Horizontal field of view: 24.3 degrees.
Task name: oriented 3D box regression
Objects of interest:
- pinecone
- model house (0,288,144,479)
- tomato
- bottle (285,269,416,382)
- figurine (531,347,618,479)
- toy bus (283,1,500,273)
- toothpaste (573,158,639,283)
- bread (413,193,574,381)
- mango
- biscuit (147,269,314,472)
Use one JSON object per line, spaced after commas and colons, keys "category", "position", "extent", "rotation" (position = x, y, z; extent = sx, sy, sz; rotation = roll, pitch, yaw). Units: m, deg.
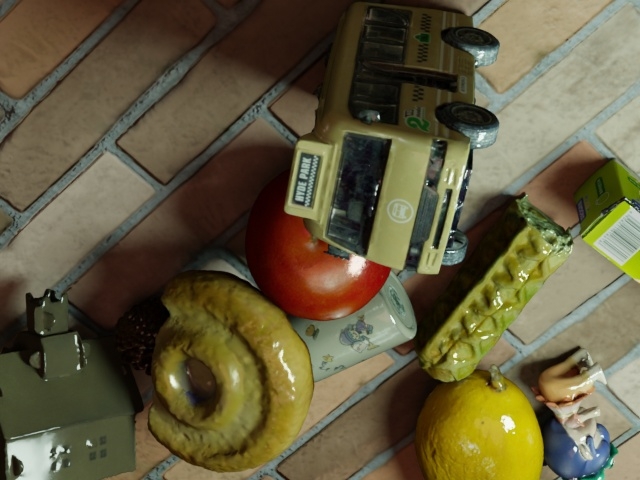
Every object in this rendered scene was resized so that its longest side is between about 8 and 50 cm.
{"category": "pinecone", "position": [-0.224, 0.128, 1.958], "extent": [0.102, 0.102, 0.109], "rotation": [5, 149, 1]}
{"category": "model house", "position": [-0.367, 0.183, 1.952], "extent": [0.211, 0.204, 0.243], "rotation": [-9, 103, -40]}
{"category": "tomato", "position": [0.000, 0.000, 1.808], "extent": [0.195, 0.136, 0.195], "rotation": [0, 85, 4]}
{"category": "bottle", "position": [0.001, 0.123, 1.924], "extent": [0.233, 0.110, 0.110], "rotation": [-27, 116, 17]}
{"category": "figurine", "position": [0.334, 0.246, 1.995], "extent": [0.102, 0.111, 0.195], "rotation": [-19, 116, -6]}
{"category": "toy bus", "position": [0.082, -0.121, 1.626], "extent": [0.202, 0.365, 0.176], "rotation": [11, 120, 0]}
{"category": "toothpaste", "position": [0.456, 0.033, 1.843], "extent": [0.327, 0.110, 0.077], "rotation": [36, 115, -17]}
{"category": "bread", "position": [0.211, 0.071, 1.886], "extent": [0.098, 0.087, 0.269], "rotation": [39, 116, 8]}
{"category": "mango", "position": [0.211, 0.292, 1.999], "extent": [0.177, 0.119, 0.316], "rotation": [13, 125, 20]}
{"category": "biscuit", "position": [-0.115, 0.176, 1.874], "extent": [0.213, 0.091, 0.274], "rotation": [14, 113, 20]}
